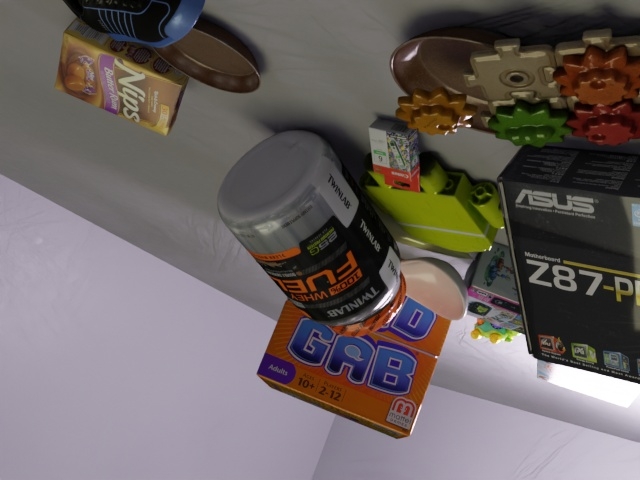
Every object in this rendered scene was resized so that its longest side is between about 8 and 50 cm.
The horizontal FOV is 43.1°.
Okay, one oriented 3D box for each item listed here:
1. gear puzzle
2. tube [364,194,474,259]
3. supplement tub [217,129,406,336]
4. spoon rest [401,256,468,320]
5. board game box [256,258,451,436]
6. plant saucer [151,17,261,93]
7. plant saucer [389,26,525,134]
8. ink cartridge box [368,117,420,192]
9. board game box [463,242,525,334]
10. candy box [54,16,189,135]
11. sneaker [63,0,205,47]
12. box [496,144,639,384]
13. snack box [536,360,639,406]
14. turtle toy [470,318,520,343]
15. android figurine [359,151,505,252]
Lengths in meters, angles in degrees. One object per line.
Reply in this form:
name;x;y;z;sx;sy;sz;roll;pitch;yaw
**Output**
gear puzzle;0.230;-0.132;0.793;0.338;0.044;0.175;1;157;25
tube;0.164;-0.014;1.481;0.240;0.070;0.062;21;138;-10
supplement tub;0.000;0.000;1.336;0.207;0.207;0.338;9;147;44
spoon rest;0.172;0.063;1.528;0.276;0.084;0.137;34;151;46
board game box;0.092;0.234;1.918;0.356;0.357;0.356;20;167;6
plant saucer;-0.154;-0.256;1.103;0.168;0.029;0.168;21;167;5
plant saucer;0.173;-0.177;0.882;0.198;0.036;0.198;20;166;5
ink cartridge box;0.106;-0.112;1.142;0.062;0.029;0.115;17;136;29
board game box;0.422;0.120;1.521;0.303;0.098;0.224;19;166;7
candy box;-0.299;-0.246;1.226;0.186;0.053;0.109;22;134;-7
sneaker;-0.235;-0.290;0.986;0.232;0.082;0.090;9;169;47
box;0.431;0.051;0.980;0.394;0.097;0.318;12;134;36
snack box;0.502;0.235;1.511;0.187;0.060;0.322;17;167;20
turtle toy;0.422;0.207;1.916;0.130;0.066;0.095;8;-176;37
android figurine;0.183;-0.056;1.289;0.248;0.056;0.273;9;159;40
